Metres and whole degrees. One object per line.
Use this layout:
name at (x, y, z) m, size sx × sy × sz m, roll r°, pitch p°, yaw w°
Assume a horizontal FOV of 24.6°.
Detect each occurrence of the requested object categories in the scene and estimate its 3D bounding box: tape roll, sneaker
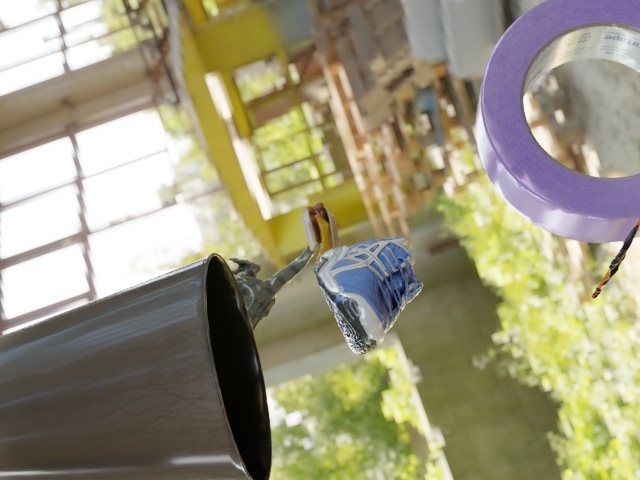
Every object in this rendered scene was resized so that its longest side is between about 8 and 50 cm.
tape roll at (0.314, -0.140, 1.642) m, size 0.090 × 0.274 × 0.275 m, roll 85°, pitch 167°, yaw -71°
sneaker at (0.045, 0.037, 1.296) m, size 0.211 × 0.081 × 0.080 m, roll -91°, pitch -22°, yaw -74°

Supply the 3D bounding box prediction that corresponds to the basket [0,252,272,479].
basket at (-0.175, 0.129, 1.244) m, size 0.154 × 0.226 × 0.204 m, roll -63°, pitch -39°, yaw -74°

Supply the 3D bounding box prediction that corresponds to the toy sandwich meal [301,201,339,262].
toy sandwich meal at (0.000, 0.000, 1.589) m, size 0.085 × 0.029 × 0.086 m, roll 175°, pitch 90°, yaw -81°

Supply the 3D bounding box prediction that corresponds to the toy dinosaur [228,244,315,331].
toy dinosaur at (-0.089, 0.071, 1.812) m, size 0.064 × 0.268 × 0.118 m, roll 50°, pitch 156°, yaw -21°

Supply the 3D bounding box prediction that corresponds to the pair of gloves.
pair of gloves at (0.314, 0.019, 1.538) m, size 0.010 × 0.074 × 0.083 m, roll 32°, pitch 141°, yaw 11°
